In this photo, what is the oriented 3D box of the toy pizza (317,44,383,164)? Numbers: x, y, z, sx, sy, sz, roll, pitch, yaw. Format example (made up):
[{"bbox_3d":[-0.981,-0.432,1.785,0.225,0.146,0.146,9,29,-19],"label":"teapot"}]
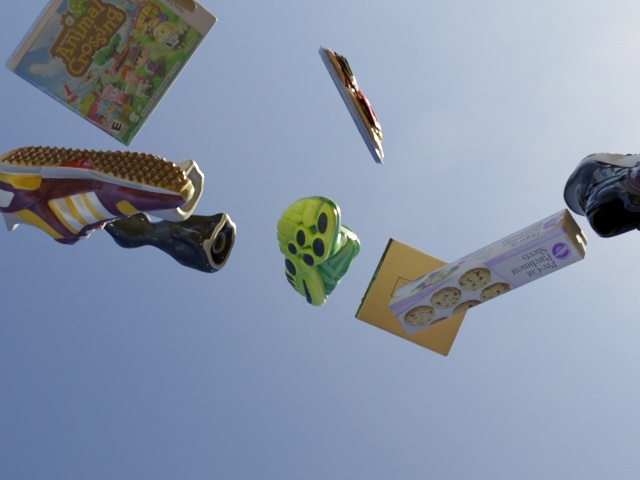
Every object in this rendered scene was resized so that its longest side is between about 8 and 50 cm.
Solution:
[{"bbox_3d":[0.054,-0.206,1.435,0.201,0.032,0.201,62,-176,-8],"label":"toy pizza"}]

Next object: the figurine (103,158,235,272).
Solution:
[{"bbox_3d":[-0.262,-0.045,1.419,0.215,0.209,0.092,64,-140,-51],"label":"figurine"}]

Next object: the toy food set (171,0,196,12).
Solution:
[{"bbox_3d":[-0.119,-0.290,0.937,0.078,0.122,0.019,27,-168,-28],"label":"toy food set"}]

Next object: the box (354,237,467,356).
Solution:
[{"bbox_3d":[0.183,0.106,1.788,0.201,0.164,0.021,24,-179,-18],"label":"box"}]

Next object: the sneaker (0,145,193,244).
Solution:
[{"bbox_3d":[-0.206,-0.036,0.882,0.185,0.084,0.069,8,-155,10],"label":"sneaker"}]

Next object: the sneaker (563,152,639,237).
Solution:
[{"bbox_3d":[0.428,-0.062,1.440,0.124,0.283,0.107,-39,-82,-15],"label":"sneaker"}]

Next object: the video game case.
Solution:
[{"bbox_3d":[-0.264,-0.256,1.234,0.193,0.212,0.023,34,-178,-38],"label":"video game case"}]

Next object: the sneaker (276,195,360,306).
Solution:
[{"bbox_3d":[0.000,0.000,1.628,0.109,0.295,0.123,38,-113,17],"label":"sneaker"}]

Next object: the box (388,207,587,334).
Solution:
[{"bbox_3d":[0.254,0.053,1.489,0.067,0.324,0.063,55,-148,-13],"label":"box"}]
